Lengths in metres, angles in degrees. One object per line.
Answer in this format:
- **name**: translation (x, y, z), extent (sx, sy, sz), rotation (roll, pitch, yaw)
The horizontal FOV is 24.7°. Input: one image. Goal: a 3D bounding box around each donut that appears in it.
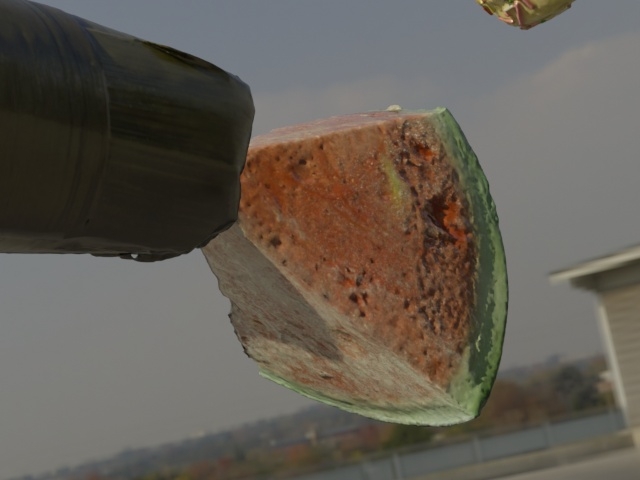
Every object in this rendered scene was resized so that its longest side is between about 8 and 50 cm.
- **donut**: translation (0.206, -0.239, 1.311), extent (0.166, 0.065, 0.108), rotation (-27, 16, 40)

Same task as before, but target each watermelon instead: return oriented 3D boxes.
- **watermelon**: translation (0.042, 0.009, 1.237), extent (0.250, 0.283, 0.292), rotation (9, -5, 18)

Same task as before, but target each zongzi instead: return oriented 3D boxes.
- **zongzi**: translation (-0.223, -0.054, 0.806), extent (0.286, 0.138, 0.300), rotation (8, -10, -43)
